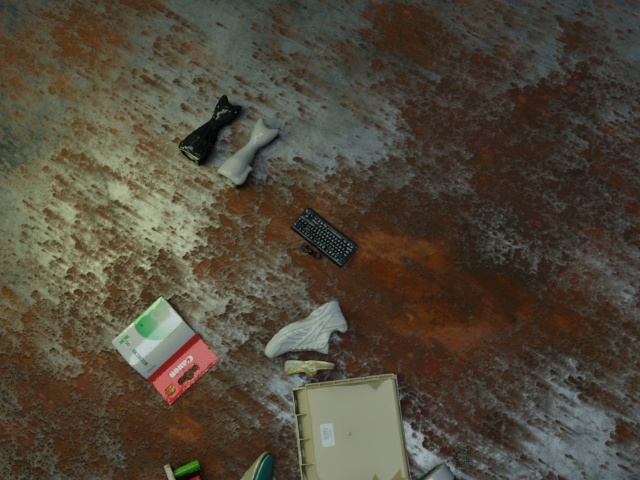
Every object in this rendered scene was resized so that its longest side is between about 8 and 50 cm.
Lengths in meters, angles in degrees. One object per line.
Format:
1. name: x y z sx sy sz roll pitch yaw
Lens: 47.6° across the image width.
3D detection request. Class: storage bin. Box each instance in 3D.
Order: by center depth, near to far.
1. storage bin: 0.077 0.474 1.787 0.261 0.123 0.262 -8 77 4

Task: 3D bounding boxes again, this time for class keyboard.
1. keyboard: 0.000 0.000 1.954 0.180 0.023 0.108 39 83 13

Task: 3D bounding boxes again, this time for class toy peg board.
1. toy peg board: -0.314 0.614 1.777 0.079 0.161 0.160 -22 76 -15

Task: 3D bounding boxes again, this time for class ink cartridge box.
1. ink cartridge box: -0.409 0.288 1.910 0.181 0.056 0.224 -43 75 -5

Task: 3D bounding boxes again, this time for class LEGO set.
1. LEGO set: 0.342 0.543 1.801 0.083 0.023 0.054 -27 74 12

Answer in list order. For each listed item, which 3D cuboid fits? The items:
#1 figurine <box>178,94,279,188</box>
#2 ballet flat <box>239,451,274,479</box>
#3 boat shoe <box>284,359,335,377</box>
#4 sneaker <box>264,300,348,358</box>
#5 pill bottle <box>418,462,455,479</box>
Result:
1. figurine: -0.247 -0.277 2.012 0.215 0.092 0.209 32 78 10
2. ballet flat: -0.179 0.643 1.797 0.086 0.086 0.248 9 79 7
3. boat shoe: -0.027 0.330 1.869 0.136 0.050 0.045 -2 80 15
4. sneaker: -0.031 0.253 1.866 0.232 0.090 0.115 -31 80 -1
5. pill bottle: 0.335 0.667 1.703 0.152 0.152 0.272 -37 77 -4
